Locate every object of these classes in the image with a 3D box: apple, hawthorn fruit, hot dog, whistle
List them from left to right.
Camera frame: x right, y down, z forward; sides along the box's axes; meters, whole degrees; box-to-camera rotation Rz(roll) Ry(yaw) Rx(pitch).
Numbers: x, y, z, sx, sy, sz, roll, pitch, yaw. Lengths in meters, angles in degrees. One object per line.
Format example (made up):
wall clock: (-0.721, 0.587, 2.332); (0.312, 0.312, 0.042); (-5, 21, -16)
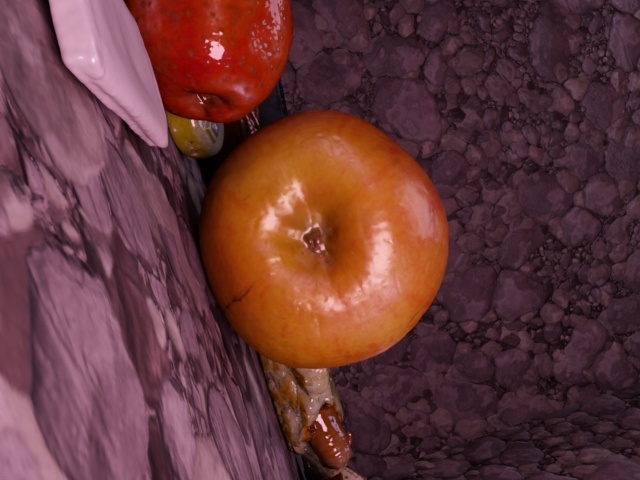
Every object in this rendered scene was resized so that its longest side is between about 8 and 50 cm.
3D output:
whistle: (-0.151, -0.193, 0.686); (0.104, 0.057, 0.198); (67, 21, -54)
hawthorn fruit: (-0.115, -0.215, 0.548); (0.189, 0.189, 0.189); (163, -90, -86)
hot dog: (-0.161, -0.209, 0.870); (0.196, 0.122, 0.272); (-108, -175, -50)
apple: (0.000, 0.000, 0.586); (0.233, 0.286, 0.285); (51, 21, -81)

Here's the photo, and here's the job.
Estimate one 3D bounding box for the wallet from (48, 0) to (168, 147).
wallet: (-0.146, -0.137, 0.363); (0.183, 0.032, 0.124); (141, -69, -84)

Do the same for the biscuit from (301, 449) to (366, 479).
biscuit: (0.043, 0.484, 0.917); (0.150, 0.052, 0.252); (16, -54, 51)

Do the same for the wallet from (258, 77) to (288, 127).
wallet: (-0.144, -0.239, 1.020); (0.378, 0.191, 0.046); (83, 27, -43)

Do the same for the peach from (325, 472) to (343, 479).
peach: (0.022, 0.413, 0.708); (0.189, 0.068, 0.279); (-110, -172, -47)

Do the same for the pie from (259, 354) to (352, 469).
pie: (-0.048, 0.211, 0.862); (0.257, 0.106, 0.274); (33, -38, 61)
